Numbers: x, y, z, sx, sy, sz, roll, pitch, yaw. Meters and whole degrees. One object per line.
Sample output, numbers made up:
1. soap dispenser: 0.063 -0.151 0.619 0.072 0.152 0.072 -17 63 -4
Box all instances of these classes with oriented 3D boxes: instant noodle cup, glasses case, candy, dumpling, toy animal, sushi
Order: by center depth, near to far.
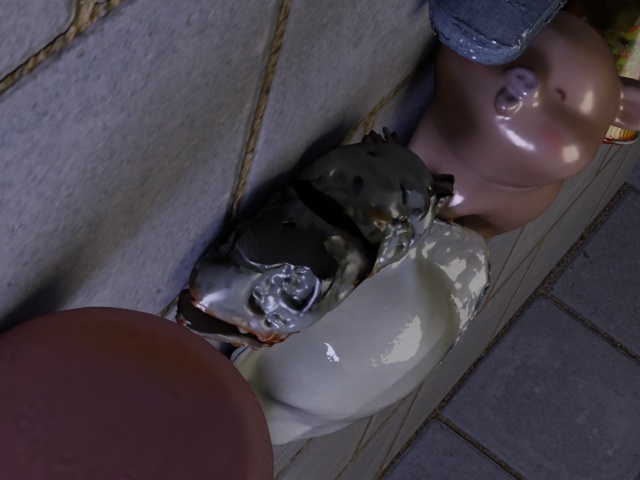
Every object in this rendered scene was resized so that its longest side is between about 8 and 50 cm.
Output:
1. candy: -0.150 0.171 1.061 0.255 0.255 0.094 -46 165 -31
2. sushi: 0.000 0.000 1.440 0.332 0.124 0.130 -36 166 -47
3. glasses case: 0.216 -0.289 1.498 0.282 0.109 0.067 -51 165 -16
4. toy animal: 0.213 -0.125 1.696 0.269 0.237 0.326 -46 169 -2
5. dumpling: 0.016 0.101 1.700 0.341 0.181 0.260 -17 154 24
6. instant noodle cup: 0.385 -0.262 2.052 0.193 0.193 0.212 -32 147 -58

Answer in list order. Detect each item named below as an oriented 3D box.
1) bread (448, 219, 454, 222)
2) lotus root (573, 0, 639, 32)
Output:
1. bread: 0.153 -0.073 1.902 0.239 0.074 0.092 -55 151 -3
2. lotus root: 0.385 -0.359 1.862 0.235 0.138 0.119 -44 169 -38
